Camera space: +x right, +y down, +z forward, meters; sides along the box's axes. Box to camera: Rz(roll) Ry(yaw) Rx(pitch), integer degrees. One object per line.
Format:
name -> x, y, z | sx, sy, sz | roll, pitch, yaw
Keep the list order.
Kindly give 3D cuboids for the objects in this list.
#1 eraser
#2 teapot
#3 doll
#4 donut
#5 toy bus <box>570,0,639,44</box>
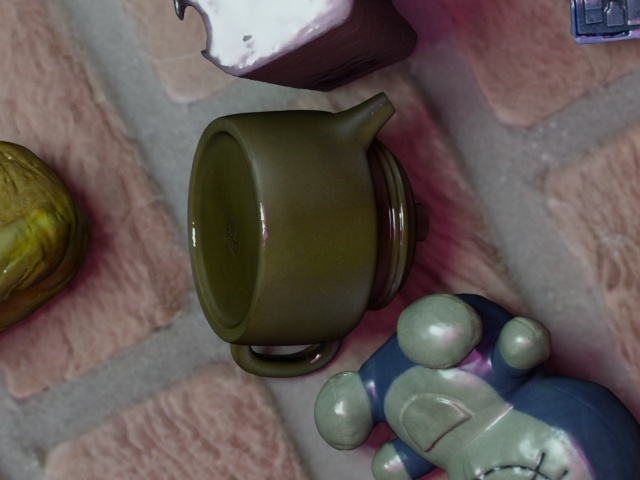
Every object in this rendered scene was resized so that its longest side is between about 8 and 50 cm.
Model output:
eraser -> -0.044, -0.251, 1.470 | 0.122, 0.359, 0.272 | -23, 88, 9
teapot -> 0.000, 0.000, 1.576 | 0.175, 0.185, 0.268 | -1, 125, -20
doll -> 0.144, 0.161, 1.565 | 0.258, 0.154, 0.228 | 51, 130, 11
donut -> -0.313, 0.029, 1.594 | 0.261, 0.208, 0.128 | -36, 84, 0
toy bus -> 0.219, -0.274, 1.567 | 0.079, 0.094, 0.236 | -6, 93, 2
